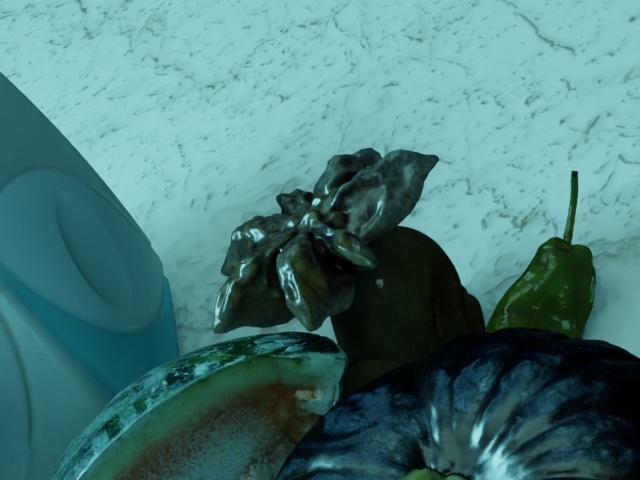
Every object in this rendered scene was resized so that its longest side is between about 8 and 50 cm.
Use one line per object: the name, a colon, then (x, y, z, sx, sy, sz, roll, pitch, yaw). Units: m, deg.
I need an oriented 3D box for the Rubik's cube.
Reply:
Rubik's cube: (-0.355, 0.088, 1.716, 0.347, 0.352, 0.351, -28, 34, 12)

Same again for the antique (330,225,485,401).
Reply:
antique: (0.060, 0.099, 1.531, 0.121, 0.143, 0.257, -12, 44, 28)

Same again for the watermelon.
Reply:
watermelon: (-0.106, 0.211, 1.465, 0.320, 0.213, 0.289, -37, -5, 42)

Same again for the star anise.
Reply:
star anise: (-0.010, 0.000, 1.510, 0.197, 0.073, 0.212, -16, 32, 40)

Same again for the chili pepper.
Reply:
chili pepper: (0.191, 0.049, 1.538, 0.072, 0.073, 0.204, 28, 62, 8)

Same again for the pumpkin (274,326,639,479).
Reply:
pumpkin: (0.125, 0.230, 1.218, 0.363, 0.266, 0.363, -20, 37, 16)
